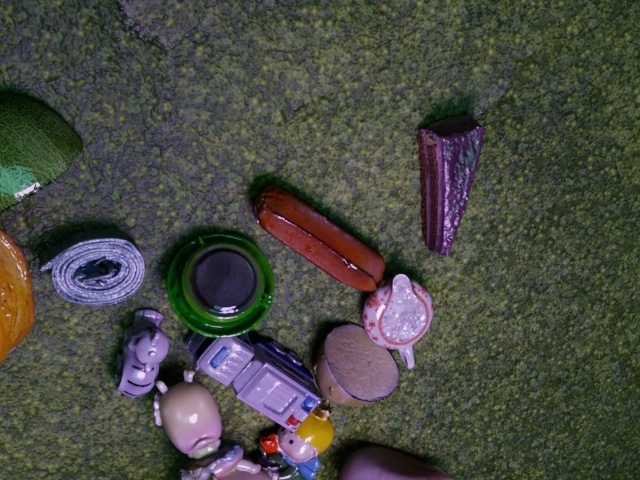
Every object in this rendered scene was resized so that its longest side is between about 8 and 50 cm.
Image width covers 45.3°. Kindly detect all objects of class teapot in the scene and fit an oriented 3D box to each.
[{"bbox_3d":[0.168,0.166,1.652,0.159,0.116,0.245,-29,116,-20],"label":"teapot"}]

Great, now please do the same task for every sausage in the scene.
[{"bbox_3d":[0.000,0.000,1.531,0.330,0.102,0.102,35,97,-27],"label":"sausage"}]

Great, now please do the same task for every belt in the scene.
[{"bbox_3d":[-0.410,0.052,1.415,0.163,0.082,0.147,-33,114,-6],"label":"belt"}]

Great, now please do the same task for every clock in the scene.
[{"bbox_3d":[-0.347,0.234,1.491,0.080,0.117,0.176,13,107,-23],"label":"clock"}]

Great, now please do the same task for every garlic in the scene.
[{"bbox_3d":[0.138,0.610,1.732,0.340,0.246,0.231,-5,120,-67],"label":"garlic"}]

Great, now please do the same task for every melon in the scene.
[{"bbox_3d":[-0.545,-0.142,1.263,0.265,0.129,0.169,-31,116,-4],"label":"melon"}]

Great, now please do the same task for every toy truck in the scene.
[{"bbox_3d":[-0.135,0.264,1.556,0.268,0.155,0.124,38,96,-28],"label":"toy truck"}]

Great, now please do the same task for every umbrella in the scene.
[{"bbox_3d":[-0.341,0.285,1.569,0.149,0.022,0.022,-27,91,-7],"label":"umbrella"}]

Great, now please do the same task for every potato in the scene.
[{"bbox_3d":[0.059,0.286,1.654,0.202,0.182,0.117,-9,152,-49],"label":"potato"}]

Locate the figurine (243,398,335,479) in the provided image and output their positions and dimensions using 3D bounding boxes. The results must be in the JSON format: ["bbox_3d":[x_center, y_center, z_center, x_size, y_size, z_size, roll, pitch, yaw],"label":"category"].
[{"bbox_3d":[-0.072,0.447,1.684,0.185,0.127,0.234,15,116,-7],"label":"figurine"}]

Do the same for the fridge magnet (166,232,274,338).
[{"bbox_3d":[-0.189,0.083,1.467,0.208,0.088,0.207,4,75,-13],"label":"fridge magnet"}]

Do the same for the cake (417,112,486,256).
[{"bbox_3d":[0.247,-0.113,1.563,0.113,0.116,0.295,2,108,-16],"label":"cake"}]

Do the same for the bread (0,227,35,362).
[{"bbox_3d":[-0.657,0.106,1.248,0.337,0.204,0.358,5,129,-1],"label":"bread"}]

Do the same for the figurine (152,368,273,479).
[{"bbox_3d":[-0.213,0.443,1.511,0.227,0.274,0.394,-22,98,-11],"label":"figurine"}]
